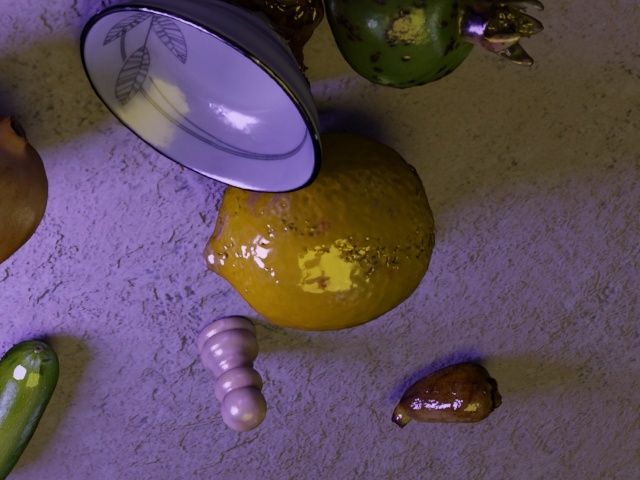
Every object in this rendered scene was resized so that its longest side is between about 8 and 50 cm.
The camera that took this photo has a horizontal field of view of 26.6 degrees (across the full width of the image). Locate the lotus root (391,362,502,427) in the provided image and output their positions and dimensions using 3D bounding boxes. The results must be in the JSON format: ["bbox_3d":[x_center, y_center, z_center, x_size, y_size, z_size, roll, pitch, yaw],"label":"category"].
[{"bbox_3d":[0.204,0.264,2.265,0.191,0.108,0.094,-12,114,11],"label":"lotus root"}]

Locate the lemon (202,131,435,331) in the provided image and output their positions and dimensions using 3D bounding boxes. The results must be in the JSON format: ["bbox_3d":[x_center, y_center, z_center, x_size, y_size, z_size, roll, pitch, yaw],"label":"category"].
[{"bbox_3d":[0.001,-0.010,1.745,0.310,0.258,0.258,-9,139,-15],"label":"lemon"}]

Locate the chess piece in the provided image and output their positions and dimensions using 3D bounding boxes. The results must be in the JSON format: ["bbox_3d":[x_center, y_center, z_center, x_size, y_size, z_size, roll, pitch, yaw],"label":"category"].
[{"bbox_3d":[-0.126,0.204,2.013,0.094,0.170,0.094,-10,138,-9],"label":"chess piece"}]

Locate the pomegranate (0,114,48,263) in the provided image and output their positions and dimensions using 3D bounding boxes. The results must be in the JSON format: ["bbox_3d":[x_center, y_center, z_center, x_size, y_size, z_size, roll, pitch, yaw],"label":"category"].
[{"bbox_3d":[-0.433,-0.057,1.564,0.233,0.233,0.233,-11,140,-9],"label":"pomegranate"}]

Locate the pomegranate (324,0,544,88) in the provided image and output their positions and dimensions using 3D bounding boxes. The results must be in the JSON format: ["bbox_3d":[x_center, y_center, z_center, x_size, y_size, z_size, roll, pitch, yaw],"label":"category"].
[{"bbox_3d":[0.122,-0.268,1.521,0.211,0.263,0.211,-38,139,-43],"label":"pomegranate"}]

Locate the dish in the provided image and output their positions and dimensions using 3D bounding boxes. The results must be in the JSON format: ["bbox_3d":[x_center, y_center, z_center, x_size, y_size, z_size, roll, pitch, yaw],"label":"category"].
[{"bbox_3d":[-0.116,-0.186,1.552,0.317,0.106,0.316,23,153,13],"label":"dish"}]

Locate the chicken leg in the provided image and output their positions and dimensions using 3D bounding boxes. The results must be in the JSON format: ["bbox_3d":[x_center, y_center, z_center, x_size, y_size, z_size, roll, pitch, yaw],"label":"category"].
[{"bbox_3d":[-0.047,-0.239,1.613,0.107,0.087,0.251,5,146,7],"label":"chicken leg"}]

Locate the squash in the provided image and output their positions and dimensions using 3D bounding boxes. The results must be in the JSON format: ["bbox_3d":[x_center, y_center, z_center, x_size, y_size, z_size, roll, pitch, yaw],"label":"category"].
[{"bbox_3d":[-0.480,0.281,2.020,0.101,0.101,0.378,12,127,-32],"label":"squash"}]
